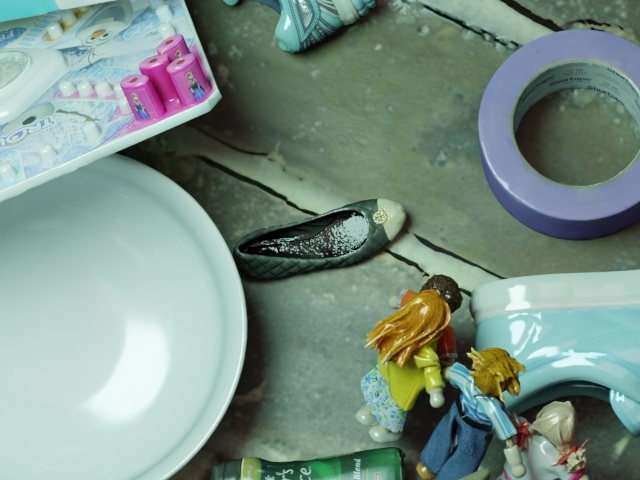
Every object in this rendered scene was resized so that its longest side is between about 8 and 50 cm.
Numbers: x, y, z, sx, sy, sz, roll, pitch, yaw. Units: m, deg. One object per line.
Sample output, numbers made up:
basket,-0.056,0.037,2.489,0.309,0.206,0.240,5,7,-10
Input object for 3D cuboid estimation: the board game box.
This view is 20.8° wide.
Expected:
board game box,-0.309,-0.153,1.632,0.390,0.050,0.390,-23,33,0

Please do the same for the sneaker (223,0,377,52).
sneaker,-0.075,-0.307,1.742,0.122,0.110,0.283,-40,75,-1

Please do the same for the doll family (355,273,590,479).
doll family,0.115,0.138,1.532,0.118,0.163,0.263,-13,48,-40

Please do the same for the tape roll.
tape roll,0.246,-0.100,1.664,0.189,0.080,0.189,-1,75,6

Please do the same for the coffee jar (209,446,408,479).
coffee jar,-0.011,0.243,1.606,0.184,0.079,0.096,-5,75,6

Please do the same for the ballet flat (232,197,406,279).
ballet flat,0.000,0.000,1.682,0.173,0.049,0.057,-18,75,2

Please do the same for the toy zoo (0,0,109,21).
toy zoo,-0.232,-0.284,1.693,0.293,0.030,0.192,-6,37,25

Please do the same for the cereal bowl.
cereal bowl,-0.243,0.087,1.620,0.339,0.141,0.339,1,83,-11

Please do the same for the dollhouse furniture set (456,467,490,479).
dollhouse furniture set,0.156,0.354,1.406,0.262,0.135,0.259,33,122,39

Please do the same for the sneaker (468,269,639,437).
sneaker,0.321,0.104,1.583,0.366,0.135,0.150,-6,76,17
